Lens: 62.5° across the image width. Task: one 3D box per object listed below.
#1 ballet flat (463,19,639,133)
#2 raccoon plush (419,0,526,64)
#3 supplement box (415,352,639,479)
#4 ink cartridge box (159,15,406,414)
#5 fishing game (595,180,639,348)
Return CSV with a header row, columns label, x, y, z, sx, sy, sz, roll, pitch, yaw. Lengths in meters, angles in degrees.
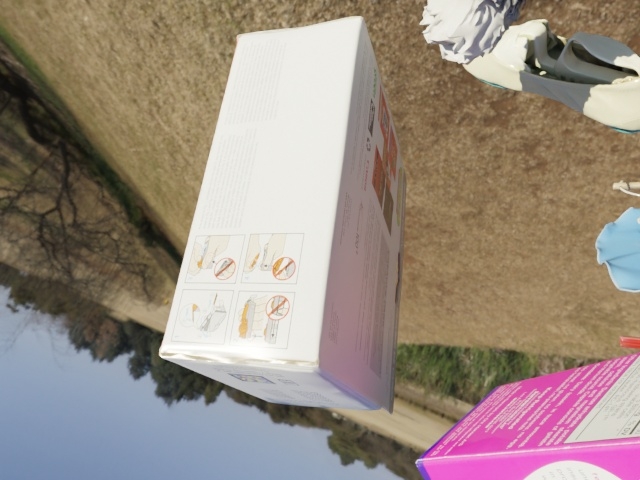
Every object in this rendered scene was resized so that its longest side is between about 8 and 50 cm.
label,x,y,z,sx,sy,sz,roll,pitch,yaw
ballet flat,0.261,-0.201,0.585,0.248,0.086,0.086,36,175,36
raccoon plush,0.297,-0.350,0.478,0.299,0.446,0.216,11,-142,-32
supplement box,0.181,0.150,0.332,0.111,0.113,0.220,58,149,8
ink cartridge box,0.000,0.000,0.530,0.129,0.310,0.272,-1,154,19
fishing game,0.325,0.000,0.422,0.189,0.264,0.041,2,122,31
